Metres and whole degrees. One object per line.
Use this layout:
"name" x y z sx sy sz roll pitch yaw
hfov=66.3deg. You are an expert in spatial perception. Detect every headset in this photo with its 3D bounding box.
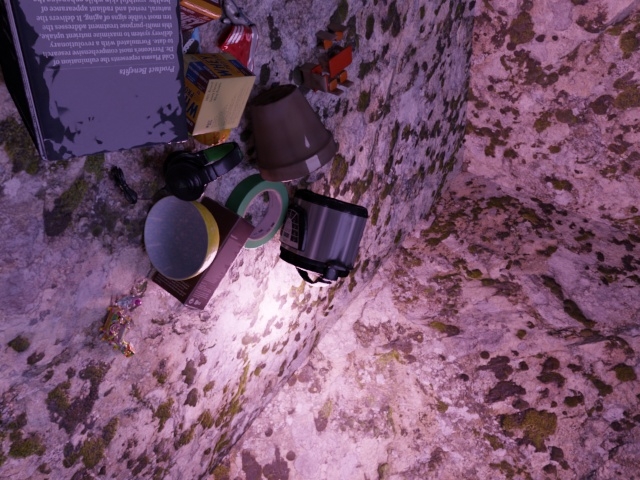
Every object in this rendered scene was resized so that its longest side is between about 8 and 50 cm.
"headset" -0.445 -0.233 1.564 0.394 0.243 0.185 -28 117 -7

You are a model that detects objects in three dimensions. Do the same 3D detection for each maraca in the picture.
"maraca" -0.388 -0.373 1.663 0.185 0.127 0.099 -7 80 -49

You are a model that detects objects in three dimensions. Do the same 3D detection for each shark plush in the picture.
"shark plush" -0.257 -0.742 1.617 0.161 0.073 0.067 -2 86 -51

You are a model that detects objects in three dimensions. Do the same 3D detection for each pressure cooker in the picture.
"pressure cooker" 0.006 0.002 2.280 0.370 0.375 0.421 -14 121 -75

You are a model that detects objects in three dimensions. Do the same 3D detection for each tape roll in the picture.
"tape roll" -0.271 -0.122 2.085 0.321 0.077 0.321 -37 142 -35

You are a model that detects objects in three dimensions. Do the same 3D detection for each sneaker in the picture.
"sneaker" -0.293 -0.623 1.661 0.128 0.087 0.221 -4 130 -28

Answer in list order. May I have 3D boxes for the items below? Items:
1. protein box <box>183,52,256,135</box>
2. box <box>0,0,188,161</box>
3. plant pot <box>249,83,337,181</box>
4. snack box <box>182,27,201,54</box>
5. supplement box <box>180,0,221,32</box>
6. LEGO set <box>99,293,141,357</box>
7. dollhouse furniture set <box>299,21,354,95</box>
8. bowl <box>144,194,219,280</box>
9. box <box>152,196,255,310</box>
"protein box" -0.344 -0.462 1.536 0.201 0.136 0.200 -29 156 -49
"box" -0.499 -0.481 0.984 0.297 0.480 0.472 -15 129 -32
"plant pot" -0.128 -0.425 1.866 0.323 0.323 0.280 -43 129 -29
"snack box" -0.491 -0.545 1.410 0.322 0.060 0.187 -35 140 -38
"supplement box" -0.378 -0.674 1.283 0.129 0.191 0.194 -6 92 -55
"LEGO set" -0.707 0.342 1.767 0.132 0.107 0.287 -22 132 -48
"dollhouse furniture set" 0.049 -0.715 2.022 0.259 0.135 0.262 -45 146 -27
"bowl" -0.451 -0.015 1.700 0.156 0.289 0.290 -11 124 -62
"box" -0.438 0.049 1.853 0.381 0.191 0.143 -59 154 -4
